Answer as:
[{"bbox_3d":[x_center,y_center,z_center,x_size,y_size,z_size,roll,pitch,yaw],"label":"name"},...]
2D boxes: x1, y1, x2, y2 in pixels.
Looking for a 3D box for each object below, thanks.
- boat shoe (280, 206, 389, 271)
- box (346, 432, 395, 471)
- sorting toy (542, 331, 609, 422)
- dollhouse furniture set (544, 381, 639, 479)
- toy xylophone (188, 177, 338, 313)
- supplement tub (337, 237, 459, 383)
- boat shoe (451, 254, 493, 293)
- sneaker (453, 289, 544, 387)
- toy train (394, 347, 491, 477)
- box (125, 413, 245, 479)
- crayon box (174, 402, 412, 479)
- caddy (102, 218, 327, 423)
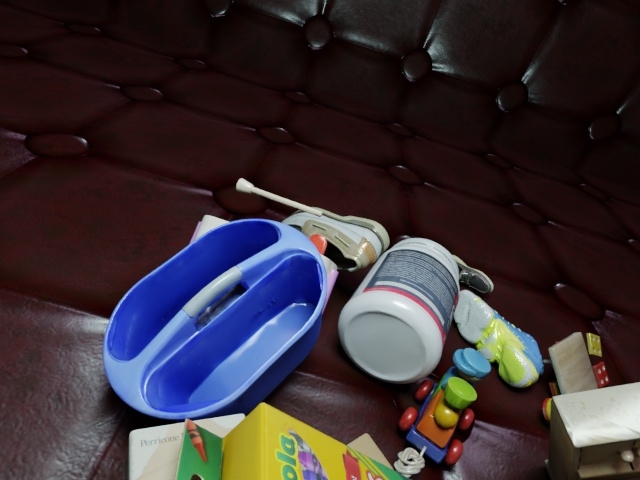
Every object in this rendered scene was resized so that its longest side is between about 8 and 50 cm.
[{"bbox_3d":[0.000,0.000,0.960,0.302,0.113,0.103,5,39,45],"label":"boat shoe"},{"bbox_3d":[0.066,0.389,0.593,0.164,0.021,0.201,-12,45,-38],"label":"box"},{"bbox_3d":[0.519,0.271,0.906,0.275,0.046,0.132,-9,82,-38],"label":"sorting toy"},{"bbox_3d":[0.429,0.414,0.513,0.362,0.256,0.394,-15,41,12],"label":"dollhouse furniture set"},{"bbox_3d":[-0.114,0.022,0.855,0.323,0.236,0.081,27,-9,12],"label":"toy xylophone"},{"bbox_3d":[0.167,0.126,0.858,0.191,0.191,0.272,28,35,13],"label":"supplement tub"},{"bbox_3d":[0.378,0.094,1.135,0.049,0.056,0.152,-16,38,-34],"label":"boat shoe"},{"bbox_3d":[0.394,0.213,0.957,0.126,0.091,0.240,8,41,-37],"label":"sneaker"},{"bbox_3d":[0.194,0.278,0.681,0.105,0.143,0.248,32,29,19],"label":"toy train"},{"bbox_3d":[-0.125,0.360,0.450,0.148,0.121,0.311,0,39,-26],"label":"box"},{"bbox_3d":[0.000,0.306,0.439,0.318,0.081,0.202,37,18,-24],"label":"crayon box"},{"bbox_3d":[-0.143,0.114,0.651,0.241,0.179,0.341,37,64,26],"label":"caddy"}]
